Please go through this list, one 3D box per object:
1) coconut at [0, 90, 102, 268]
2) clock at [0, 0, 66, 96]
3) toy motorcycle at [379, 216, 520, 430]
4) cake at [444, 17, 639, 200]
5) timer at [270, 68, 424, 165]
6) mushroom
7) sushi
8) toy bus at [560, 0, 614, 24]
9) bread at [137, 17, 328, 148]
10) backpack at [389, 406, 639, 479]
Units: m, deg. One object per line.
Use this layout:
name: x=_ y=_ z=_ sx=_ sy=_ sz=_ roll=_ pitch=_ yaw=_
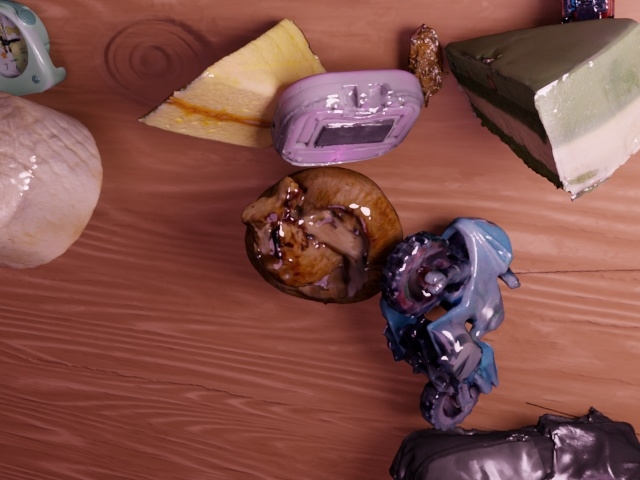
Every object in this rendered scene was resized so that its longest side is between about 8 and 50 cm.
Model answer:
coconut: x=-0.532 y=-0.096 z=1.289 sx=0.328 sy=0.329 sz=0.329 roll=10 pitch=123 yaw=16
clock: x=-0.532 y=-0.343 z=1.263 sx=0.148 sy=0.060 sz=0.189 roll=-1 pitch=118 yaw=23
toy motorcycle: x=0.224 y=0.126 z=1.173 sx=0.172 sy=0.232 sz=0.416 roll=29 pitch=149 yaw=47
cake: x=0.296 y=-0.202 z=0.945 sx=0.172 sy=0.284 sz=0.158 roll=-29 pitch=120 yaw=-1
timer: x=0.036 y=-0.172 z=1.053 sx=0.208 sy=0.069 sz=0.191 roll=-6 pitch=161 yaw=-14
mushroom: x=-0.002 y=-0.013 z=1.145 sx=0.263 sy=0.283 sz=0.195 roll=-4 pitch=75 yaw=28
sushi: x=0.149 y=-0.250 z=1.049 sx=0.061 sy=0.060 sz=0.118 roll=-11 pitch=117 yaw=22
toy bus: x=0.332 y=-0.320 z=0.911 sx=0.073 sy=0.096 sz=0.235 roll=4 pitch=122 yaw=27
bread: x=-0.108 y=-0.186 z=1.069 sx=0.167 sy=0.264 sz=0.163 roll=-24 pitch=107 yaw=37
backpack: x=0.341 y=0.450 z=1.284 sx=0.445 sy=0.255 sz=0.364 roll=3 pitch=123 yaw=4
